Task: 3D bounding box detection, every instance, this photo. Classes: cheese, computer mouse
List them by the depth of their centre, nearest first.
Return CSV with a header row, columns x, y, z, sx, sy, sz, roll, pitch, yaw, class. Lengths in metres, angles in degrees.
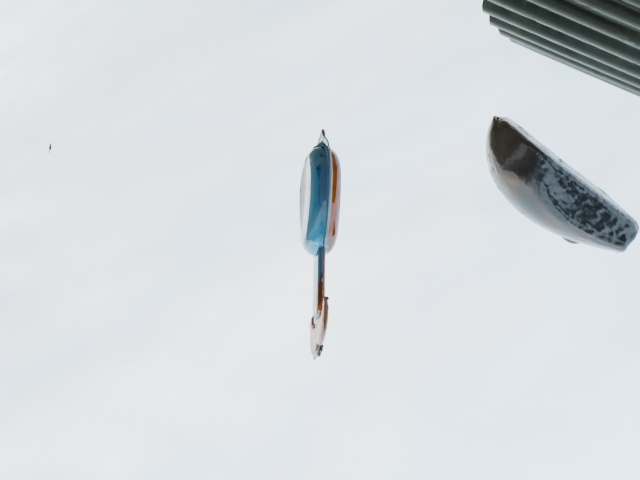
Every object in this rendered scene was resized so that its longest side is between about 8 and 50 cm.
x,y,z,sx,sy,sz,roll,pitch,yaw,class
0.000,0.000,1.521,0.037,0.256,0.106,3,158,-10,cheese
0.336,-0.070,2.068,0.100,0.269,0.170,-50,-159,13,computer mouse

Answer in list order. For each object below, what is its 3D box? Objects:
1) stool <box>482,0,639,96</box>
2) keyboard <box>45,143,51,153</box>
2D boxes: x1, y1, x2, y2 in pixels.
x,y,z,sx,sy,sz,roll,pitch,yaw,class
0.377,-0.274,1.438,0.297,0.297,0.330,-38,-131,-20,stool
-0.316,-0.228,1.110,0.041,0.381,0.103,-25,179,-27,keyboard
